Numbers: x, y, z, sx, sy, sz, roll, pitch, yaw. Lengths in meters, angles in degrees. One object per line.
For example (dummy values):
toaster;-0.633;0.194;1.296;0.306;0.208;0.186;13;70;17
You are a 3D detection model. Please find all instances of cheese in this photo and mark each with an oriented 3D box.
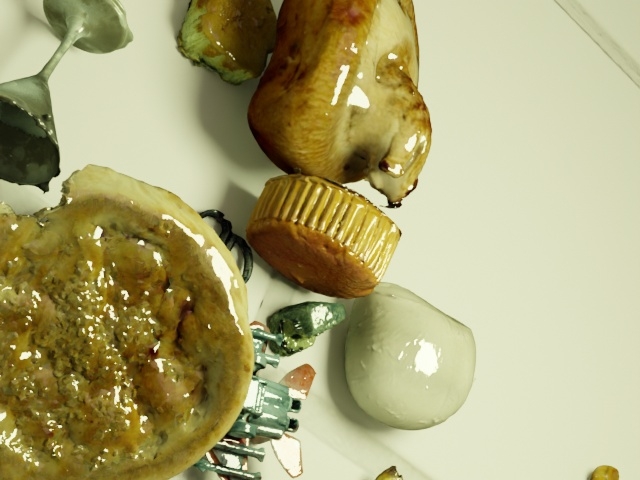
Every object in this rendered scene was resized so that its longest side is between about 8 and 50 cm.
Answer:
cheese;0.124;0.166;1.755;0.198;0.154;0.189;30;63;-31

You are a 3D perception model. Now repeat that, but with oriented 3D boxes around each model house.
model house;-0.017;0.113;1.696;0.078;0.083;0.066;-13;86;-44

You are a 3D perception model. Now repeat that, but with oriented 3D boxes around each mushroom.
mushroom;0.060;-0.211;1.729;0.345;0.259;0.346;-45;142;-50

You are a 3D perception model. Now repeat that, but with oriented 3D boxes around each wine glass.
wine glass;-0.320;-0.193;1.496;0.156;0.156;0.232;43;49;-23

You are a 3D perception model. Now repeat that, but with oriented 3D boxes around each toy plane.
toy plane;-0.148;0.178;1.546;0.326;0.104;0.223;24;62;-33

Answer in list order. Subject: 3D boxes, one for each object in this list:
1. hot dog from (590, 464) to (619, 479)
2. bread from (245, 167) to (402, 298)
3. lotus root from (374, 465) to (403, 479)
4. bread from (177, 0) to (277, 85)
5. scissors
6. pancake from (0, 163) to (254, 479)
hot dog;0.428;0.453;1.996;0.066;0.047;0.216;44;50;-40
bread;0.000;0.000;1.681;0.199;0.199;0.104;35;64;-28
lotus root;0.079;0.392;1.688;0.108;0.094;0.191;67;16;-60
bread;-0.120;-0.290;1.750;0.128;0.069;0.140;34;57;-30
scissors;-0.153;0.064;1.578;0.109;0.022;0.300;51;31;-17
pancake;-0.256;0.105;1.387;0.382;0.071;0.382;-4;104;-19
